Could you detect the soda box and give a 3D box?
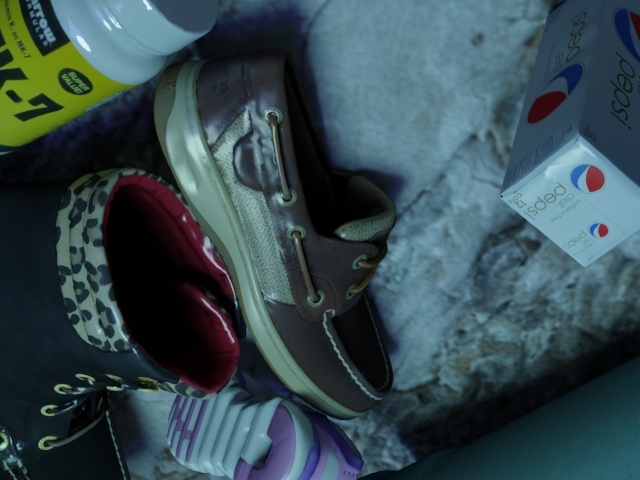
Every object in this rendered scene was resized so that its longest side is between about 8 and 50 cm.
[{"bbox_3d":[0.176,-0.086,0.929,0.074,0.216,0.069,39,130,-14],"label":"soda box"}]

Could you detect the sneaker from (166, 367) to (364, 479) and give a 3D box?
[{"bbox_3d":[-0.045,0.163,1.229,0.105,0.236,0.095,20,91,-31],"label":"sneaker"}]

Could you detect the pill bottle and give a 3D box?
[{"bbox_3d":[-0.182,-0.150,1.053,0.209,0.119,0.119,-23,118,31],"label":"pill bottle"}]

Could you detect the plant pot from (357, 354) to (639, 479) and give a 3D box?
[{"bbox_3d":[0.230,0.253,1.134,0.341,0.341,0.334,42,120,-17],"label":"plant pot"}]

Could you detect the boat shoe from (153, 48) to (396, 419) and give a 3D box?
[{"bbox_3d":[0.000,0.000,1.119,0.123,0.123,0.342,-14,122,19],"label":"boat shoe"}]

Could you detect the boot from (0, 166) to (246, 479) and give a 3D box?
[{"bbox_3d":[-0.184,0.104,1.184,0.284,0.138,0.377,-5,112,41],"label":"boot"}]
